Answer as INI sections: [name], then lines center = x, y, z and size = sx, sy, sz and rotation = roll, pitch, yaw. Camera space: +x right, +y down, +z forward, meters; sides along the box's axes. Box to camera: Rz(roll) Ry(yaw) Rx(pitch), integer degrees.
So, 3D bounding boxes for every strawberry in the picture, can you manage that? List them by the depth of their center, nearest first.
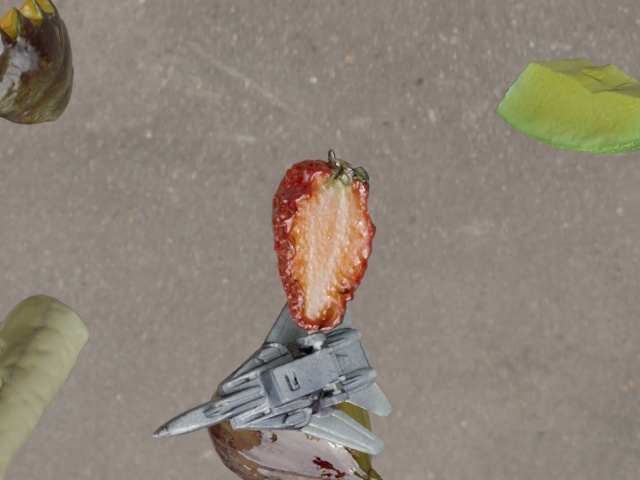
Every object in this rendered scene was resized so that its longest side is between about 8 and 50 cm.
[strawberry]
center = -0.002, -0.001, 0.956
size = 0.104, 0.048, 0.152
rotation = 13, 89, -40

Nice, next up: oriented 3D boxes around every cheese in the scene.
[cheese]
center = -0.174, 0.102, 0.572
size = 0.065, 0.194, 0.043
rotation = -31, 114, 31

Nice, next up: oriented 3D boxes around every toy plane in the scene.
[toy plane]
center = -0.052, 0.155, 1.199
size = 0.267, 0.212, 0.088
rotation = -15, 168, -39

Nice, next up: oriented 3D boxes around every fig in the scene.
[fig]
center = 0.012, 0.260, 1.490
size = 0.321, 0.217, 0.217
rotation = 27, 139, 34

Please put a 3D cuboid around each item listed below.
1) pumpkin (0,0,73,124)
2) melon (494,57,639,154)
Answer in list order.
[pumpkin]
center = -0.413, -0.252, 1.650
size = 0.149, 0.254, 0.130
rotation = 49, 135, -10
[melon]
center = 0.426, -0.185, 1.663
size = 0.196, 0.323, 0.124
rotation = -17, 116, -25
